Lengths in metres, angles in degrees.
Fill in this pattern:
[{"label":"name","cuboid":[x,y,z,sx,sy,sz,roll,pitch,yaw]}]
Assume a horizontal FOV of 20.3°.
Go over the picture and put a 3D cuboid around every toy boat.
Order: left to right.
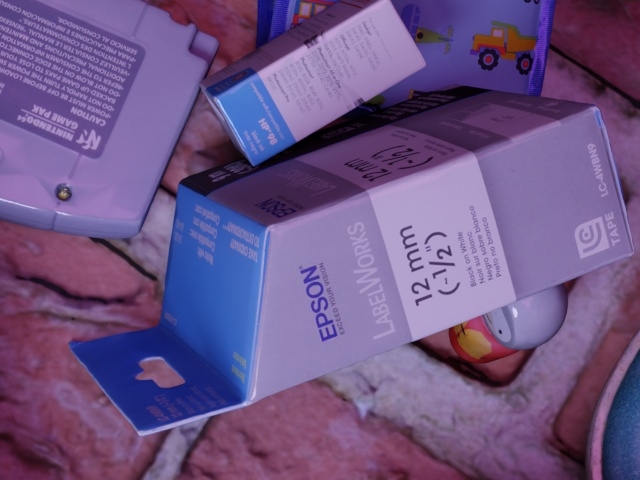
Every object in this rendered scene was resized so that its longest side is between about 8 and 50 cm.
[{"label":"toy boat","cuboid":[0.244,0.114,1.312,0.318,0.148,0.267,27,70,-4]}]

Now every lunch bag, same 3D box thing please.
[{"label":"lunch bag","cuboid":[0.071,-0.217,1.392,0.221,0.138,0.293,8,83,-12]}]

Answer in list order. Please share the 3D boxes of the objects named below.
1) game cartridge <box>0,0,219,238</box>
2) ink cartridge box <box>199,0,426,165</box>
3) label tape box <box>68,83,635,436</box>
[{"label":"game cartridge","cuboid":[-0.244,-0.122,1.325,0.294,0.060,0.196,24,67,-5]},{"label":"ink cartridge box","cuboid":[0.008,-0.129,1.294,0.180,0.104,0.060,-30,104,-3]},{"label":"label tape box","cuboid":[0.000,0.000,1.223,0.347,0.249,0.115,-18,104,-14]}]
